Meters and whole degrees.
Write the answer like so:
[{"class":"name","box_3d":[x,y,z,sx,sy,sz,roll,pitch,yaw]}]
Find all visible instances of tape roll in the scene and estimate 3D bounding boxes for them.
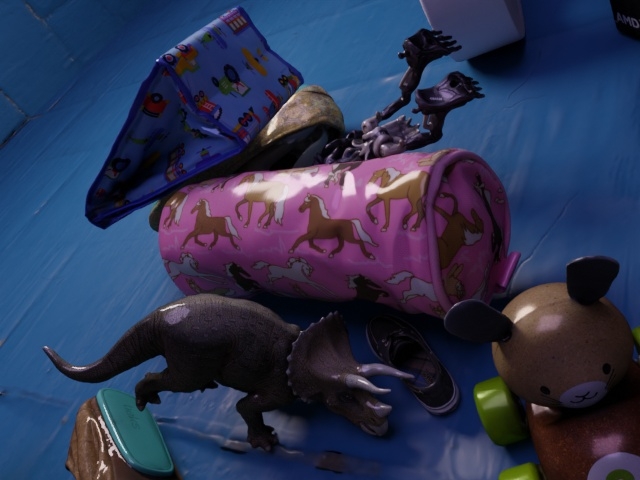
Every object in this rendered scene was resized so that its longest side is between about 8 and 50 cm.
[{"class":"tape roll","box_3d":[0.203,-0.407,0.862,0.100,0.286,0.286,-16,39,27]}]

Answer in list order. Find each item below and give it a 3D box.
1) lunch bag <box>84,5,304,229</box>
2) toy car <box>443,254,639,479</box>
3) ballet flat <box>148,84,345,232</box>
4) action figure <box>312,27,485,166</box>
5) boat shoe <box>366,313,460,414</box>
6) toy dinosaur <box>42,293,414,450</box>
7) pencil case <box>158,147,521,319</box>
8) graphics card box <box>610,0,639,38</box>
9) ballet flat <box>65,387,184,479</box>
[{"class":"lunch bag","box_3d":[-0.194,-0.141,0.810,0.293,0.138,0.221,-33,18,35]},{"class":"toy car","box_3d":[0.164,0.087,0.392,0.155,0.188,0.149,-25,36,17]},{"class":"ballet flat","box_3d":[-0.108,-0.100,0.928,0.348,0.123,0.123,-38,35,0]},{"class":"action figure","box_3d":[0.089,-0.100,0.724,0.276,0.140,0.164,-56,49,43]},{"class":"boat shoe","box_3d":[0.081,0.106,0.573,0.049,0.040,0.142,-39,35,-4]},{"class":"toy dinosaur","box_3d":[-0.087,0.105,0.572,0.121,0.313,0.160,-78,9,-56]},{"class":"pencil case","box_3d":[0.000,0.000,0.637,0.386,0.167,0.160,-2,92,41]},{"class":"graphics card box","box_3d":[0.402,-0.433,0.643,0.232,0.371,0.094,-31,35,5]},{"class":"ballet flat","box_3d":[-0.176,0.263,0.563,0.342,0.116,0.124,24,86,52]}]
